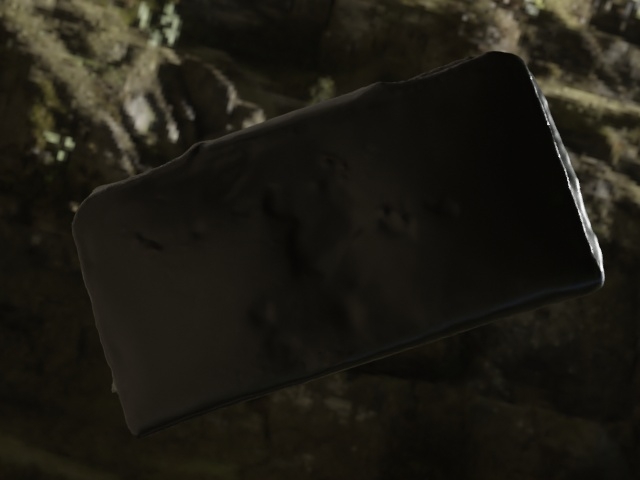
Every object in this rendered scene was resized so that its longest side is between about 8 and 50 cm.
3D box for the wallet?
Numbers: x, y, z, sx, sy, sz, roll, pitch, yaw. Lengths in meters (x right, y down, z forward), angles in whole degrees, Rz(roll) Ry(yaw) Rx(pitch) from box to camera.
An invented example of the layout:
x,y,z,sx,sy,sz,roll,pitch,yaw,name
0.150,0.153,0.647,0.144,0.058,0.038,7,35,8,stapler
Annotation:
x,y,z,sx,sy,sz,roll,pitch,yaw,name
0.000,0.000,0.900,0.051,0.377,0.197,28,43,-79,wallet
